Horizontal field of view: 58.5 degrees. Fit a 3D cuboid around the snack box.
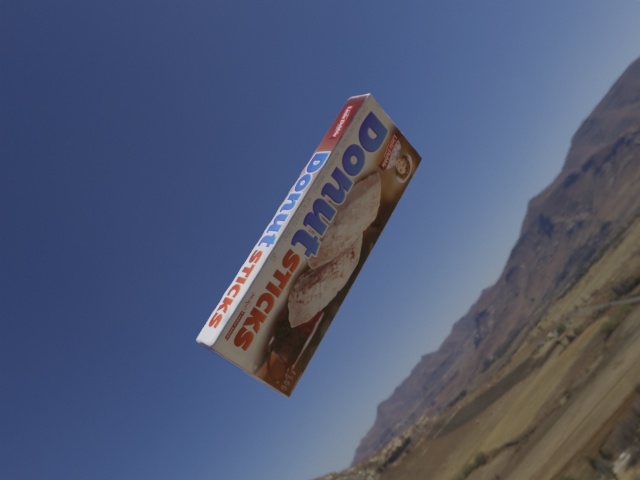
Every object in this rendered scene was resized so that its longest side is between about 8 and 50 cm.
[{"bbox_3d":[0.000,0.000,0.346,0.064,0.022,0.178,42,-111,-33],"label":"snack box"}]
